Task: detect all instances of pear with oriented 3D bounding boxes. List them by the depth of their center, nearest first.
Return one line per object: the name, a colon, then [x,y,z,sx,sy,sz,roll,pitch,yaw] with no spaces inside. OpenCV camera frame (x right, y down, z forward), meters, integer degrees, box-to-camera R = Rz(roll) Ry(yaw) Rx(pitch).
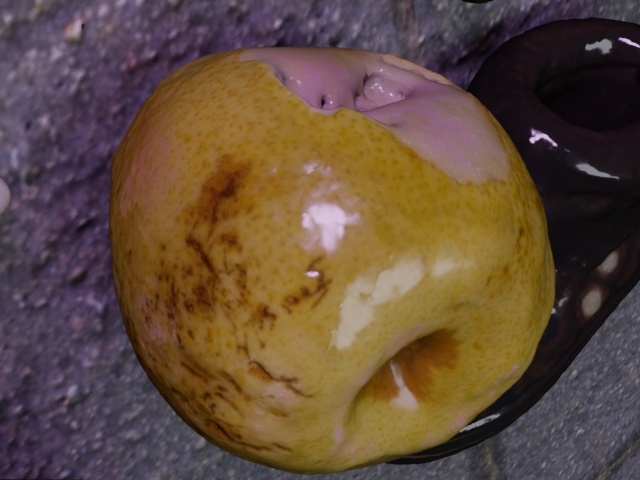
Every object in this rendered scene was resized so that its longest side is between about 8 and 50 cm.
pear: [0.000,0.000,0.707,0.271,0.271,0.271,-27,136,-30]

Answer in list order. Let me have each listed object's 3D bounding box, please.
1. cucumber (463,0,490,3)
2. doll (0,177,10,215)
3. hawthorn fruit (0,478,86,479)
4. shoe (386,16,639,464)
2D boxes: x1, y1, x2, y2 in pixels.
cucumber: [0.086,-0.247,0.751,0.074,0.074,0.241,-38,143,-19]
doll: [-0.220,-0.050,0.592,0.160,0.059,0.161,23,100,-51]
hawthorn fruit: [-0.174,0.339,0.634,0.472,0.472,0.471,-27,136,-30]
shoe: [0.142,-0.011,0.909,0.384,0.171,0.237,-36,146,-24]
